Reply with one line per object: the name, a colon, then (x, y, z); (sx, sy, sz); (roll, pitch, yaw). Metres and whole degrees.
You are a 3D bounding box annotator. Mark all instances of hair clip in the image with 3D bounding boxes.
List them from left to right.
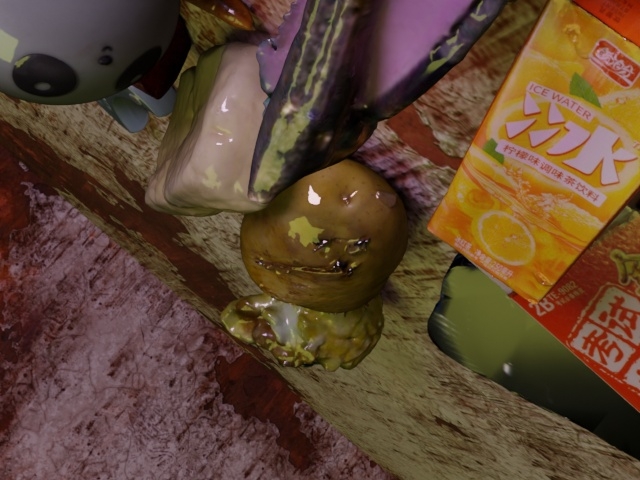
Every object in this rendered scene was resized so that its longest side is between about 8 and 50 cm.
hair clip: (0.026, -0.133, 0.420); (0.110, 0.095, 0.359); (58, 151, 21)

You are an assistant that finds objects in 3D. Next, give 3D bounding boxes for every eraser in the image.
eraser: (0.231, 0.041, 0.659); (0.230, 0.038, 0.157); (41, 146, -1)

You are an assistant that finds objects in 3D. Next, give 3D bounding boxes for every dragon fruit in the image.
dragon fruit: (-0.201, -0.218, 0.900); (0.096, 0.102, 0.147); (34, 169, 23)

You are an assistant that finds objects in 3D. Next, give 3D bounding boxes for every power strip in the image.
power strip: (-0.255, -0.203, 1.149); (0.137, 0.044, 0.216); (44, 164, -15)

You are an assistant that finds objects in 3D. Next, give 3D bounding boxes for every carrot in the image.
carrot: (-0.133, -0.240, 0.799); (0.190, 0.037, 0.037); (33, 164, 7)

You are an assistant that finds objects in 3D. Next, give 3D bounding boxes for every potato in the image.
potato: (0.000, 0.000, 0.963); (0.172, 0.140, 0.300); (8, 165, -3)

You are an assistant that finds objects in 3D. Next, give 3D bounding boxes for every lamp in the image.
lamp: (-0.194, -0.213, 0.694); (0.197, 0.198, 0.244); (40, 138, -4)

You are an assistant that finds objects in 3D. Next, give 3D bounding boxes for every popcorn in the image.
popcorn: (-0.023, 0.097, 1.212); (0.198, 0.212, 0.198); (163, 90, -74)

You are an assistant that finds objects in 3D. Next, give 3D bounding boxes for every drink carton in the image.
drink carton: (0.145, -0.057, 0.524); (0.096, 0.071, 0.223); (36, 149, 11)

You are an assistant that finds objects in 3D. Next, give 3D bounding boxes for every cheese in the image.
cheese: (-0.097, -0.102, 0.884); (0.093, 0.159, 0.263); (13, 174, -21)

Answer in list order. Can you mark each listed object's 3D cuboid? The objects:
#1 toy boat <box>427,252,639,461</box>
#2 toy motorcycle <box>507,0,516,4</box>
toy boat: (0.249, 0.095, 0.793); (0.298, 0.092, 0.134); (28, 132, 14)
toy motorcycle: (0.005, -0.219, 0.448); (0.263, 0.091, 0.157); (41, 156, -15)
